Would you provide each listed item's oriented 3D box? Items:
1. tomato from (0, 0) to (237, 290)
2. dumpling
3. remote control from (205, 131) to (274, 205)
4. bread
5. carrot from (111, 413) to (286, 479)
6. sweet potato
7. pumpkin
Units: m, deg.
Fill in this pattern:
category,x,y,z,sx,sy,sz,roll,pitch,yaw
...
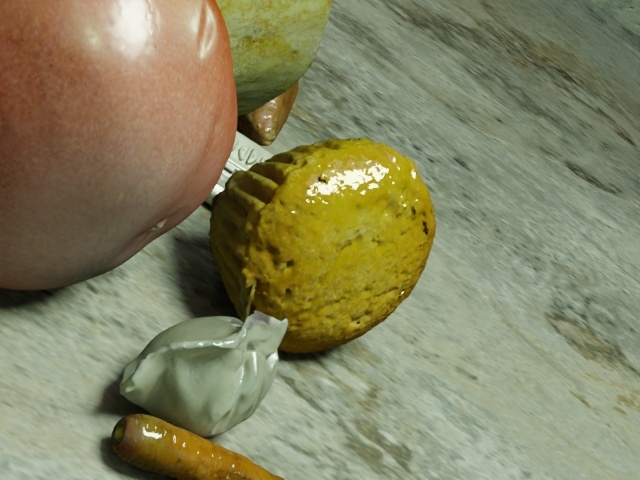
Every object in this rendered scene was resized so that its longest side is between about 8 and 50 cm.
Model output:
category,x,y,z,sx,sy,sz,roll,pitch,yaw
tomato,-0.215,-0.116,1.125,0.341,0.341,0.273,-15,75,-57
dumpling,-0.091,0.112,1.159,0.188,0.127,0.108,5,58,-54
remote control,-0.052,-0.040,1.482,0.230,0.049,0.090,35,60,-14
bread,0.004,0.001,1.333,0.240,0.240,0.139,16,15,-38
carrot,-0.094,0.193,1.133,0.191,0.047,0.047,25,33,-31
sweet potato,-0.074,-0.198,1.634,0.097,0.097,0.252,29,30,-21
pumpkin,-0.168,-0.281,1.396,0.332,0.332,0.199,50,32,15
